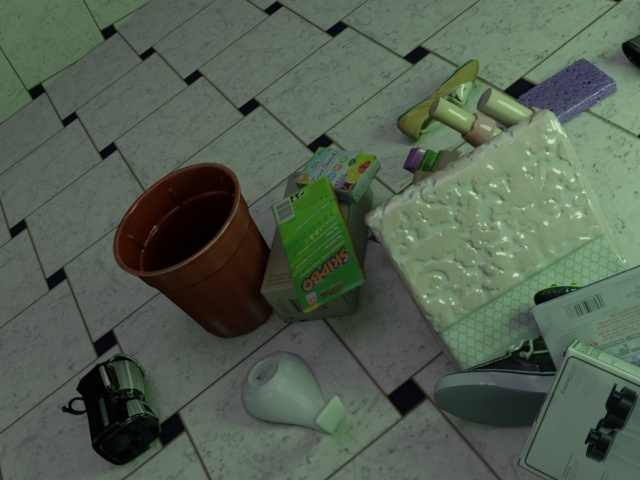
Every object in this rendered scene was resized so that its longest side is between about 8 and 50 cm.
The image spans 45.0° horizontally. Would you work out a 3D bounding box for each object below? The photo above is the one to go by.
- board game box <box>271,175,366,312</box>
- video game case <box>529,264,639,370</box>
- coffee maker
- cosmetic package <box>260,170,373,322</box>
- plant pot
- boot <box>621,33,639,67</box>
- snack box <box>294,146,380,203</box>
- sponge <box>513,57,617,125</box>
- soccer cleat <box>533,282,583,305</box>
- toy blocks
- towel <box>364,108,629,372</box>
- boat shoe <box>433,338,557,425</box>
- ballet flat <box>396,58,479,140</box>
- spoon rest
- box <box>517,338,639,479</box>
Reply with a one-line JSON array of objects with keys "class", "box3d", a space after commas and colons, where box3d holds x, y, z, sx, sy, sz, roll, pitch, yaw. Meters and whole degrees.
[{"class": "board game box", "box3d": [-0.005, 0.008, 1.397, 0.124, 0.039, 0.259, -29, 49, 12]}, {"class": "video game case", "box3d": [0.444, 0.150, 0.987, 0.269, 0.061, 0.244, -25, 81, 24]}, {"class": "coffee maker", "box3d": [-0.396, 0.335, 1.475, 0.171, 0.120, 0.178, -52, 38, 15]}, {"class": "cosmetic package", "box3d": [0.000, 0.000, 1.526, 0.160, 0.113, 0.309, -10, 48, 23]}, {"class": "plant pot", "box3d": [-0.215, 0.037, 1.510, 0.272, 0.265, 0.272, -17, 44, 17]}, {"class": "boot", "box3d": [0.755, -0.380, 1.426, 0.223, 0.118, 0.338, -48, 33, -12]}, {"class": "snack box", "box3d": [0.033, -0.130, 1.515, 0.141, 0.037, 0.100, 14, 58, 37]}, {"class": "sponge", "box3d": [0.474, -0.280, 1.552, 0.210, 0.031, 0.117, -32, 42, 1]}, {"class": "soccer cleat", "box3d": [0.405, 0.114, 1.149, 0.178, 0.060, 0.072, 15, 50, -3]}, {"class": "toy blocks", "box3d": [0.294, -0.075, 1.364, 0.309, 0.260, 0.288, -64, 15, 1]}, {"class": "towel", "box3d": [0.284, 0.012, 1.198, 0.331, 0.317, 0.053, -30, 6, -1]}, {"class": "boat shoe", "box3d": [0.321, 0.198, 1.139, 0.306, 0.113, 0.105, -10, 42, 21]}, {"class": "ballet flat", "box3d": [0.272, -0.299, 1.681, 0.232, 0.080, 0.073, -40, 70, -3]}, {"class": "spoon rest", "box3d": [-0.046, 0.272, 1.340, 0.137, 0.084, 0.276, -47, 30, -17]}, {"class": "box", "box3d": [0.407, 0.255, 0.927, 0.290, 0.087, 0.169, 23, 101, 22]}]
